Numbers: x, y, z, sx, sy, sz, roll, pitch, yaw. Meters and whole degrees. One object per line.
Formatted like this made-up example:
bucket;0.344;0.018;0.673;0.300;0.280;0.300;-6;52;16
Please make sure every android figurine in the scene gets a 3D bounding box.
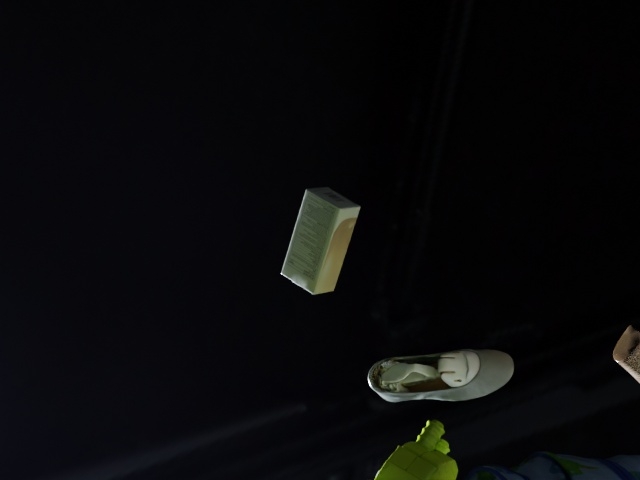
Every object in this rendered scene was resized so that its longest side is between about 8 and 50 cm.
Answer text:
android figurine;0.050;0.297;1.264;0.273;0.056;0.248;-57;-22;-15

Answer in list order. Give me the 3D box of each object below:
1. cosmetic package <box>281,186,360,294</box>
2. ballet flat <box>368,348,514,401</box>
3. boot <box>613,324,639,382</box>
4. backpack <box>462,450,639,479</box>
cosmetic package;0.000;0.000;1.578;0.041;0.060;0.115;-8;-57;-49
ballet flat;0.164;0.189;1.860;0.213;0.072;0.068;-12;-29;29
boot;0.448;0.104;1.525;0.152;0.073;0.197;34;-76;-18
backpack;0.234;0.329;1.098;0.273;0.355;0.290;7;-55;5
